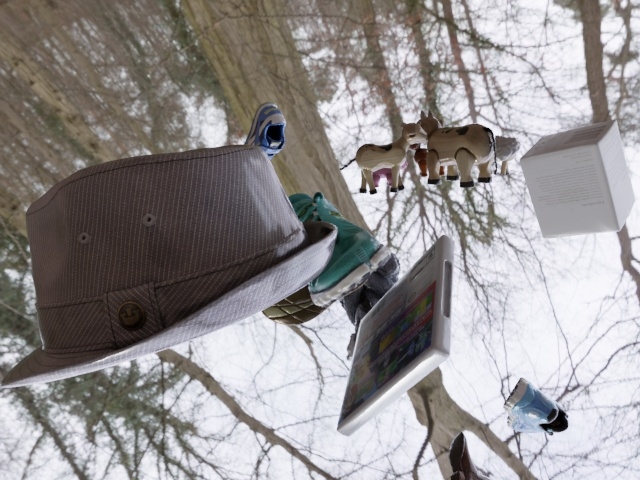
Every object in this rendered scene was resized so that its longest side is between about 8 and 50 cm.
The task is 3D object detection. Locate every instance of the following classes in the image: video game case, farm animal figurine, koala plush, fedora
[{"bbox_3d":[0.091,0.113,0.625,0.201,0.023,0.183,-54,-170,39],"label":"video game case"},{"bbox_3d":[0.260,-0.216,1.217,0.326,0.172,0.330,6,-161,37],"label":"farm animal figurine"},{"bbox_3d":[0.129,0.176,1.231,0.196,0.203,0.221,-21,-144,7],"label":"koala plush"},{"bbox_3d":[-0.130,-0.002,0.409,0.275,0.124,0.244,-15,-169,19],"label":"fedora"}]

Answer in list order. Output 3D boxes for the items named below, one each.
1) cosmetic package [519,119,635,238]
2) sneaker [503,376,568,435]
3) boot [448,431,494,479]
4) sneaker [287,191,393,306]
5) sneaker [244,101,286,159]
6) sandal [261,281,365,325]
[{"bbox_3d":[0.523,-0.121,1.058,0.151,0.184,0.151,-7,-159,45],"label":"cosmetic package"},{"bbox_3d":[0.302,0.247,0.721,0.073,0.162,0.063,30,-99,37],"label":"sneaker"},{"bbox_3d":[0.273,0.395,0.883,0.037,0.114,0.106,-50,-165,45],"label":"boot"},{"bbox_3d":[0.000,0.000,0.648,0.107,0.110,0.275,-37,-163,-5],"label":"sneaker"},{"bbox_3d":[-0.099,-0.172,0.933,0.053,0.144,0.059,-15,-131,-36],"label":"sneaker"},{"bbox_3d":[-0.007,0.072,0.803,0.180,0.072,0.049,-29,-161,1],"label":"sandal"}]
